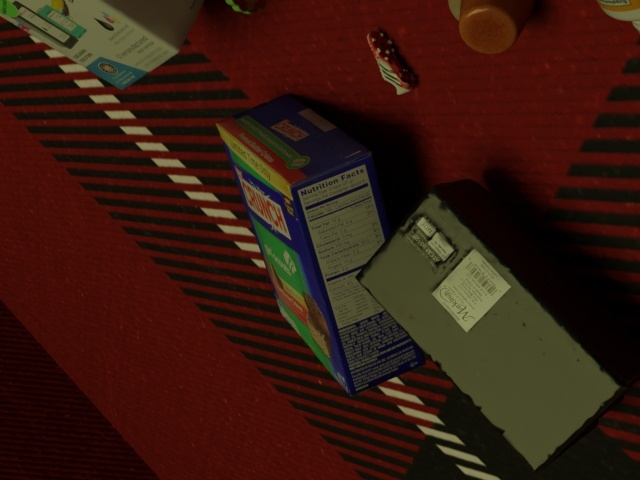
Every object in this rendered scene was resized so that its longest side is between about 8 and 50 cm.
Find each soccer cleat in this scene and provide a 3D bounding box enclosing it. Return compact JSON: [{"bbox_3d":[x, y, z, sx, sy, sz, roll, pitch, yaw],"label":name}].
[{"bbox_3d":[0.079,-0.207,1.497,0.083,0.029,0.035,51,147,-3],"label":"soccer cleat"}]

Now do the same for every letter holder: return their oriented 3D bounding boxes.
[{"bbox_3d":[0.231,0.082,1.477,0.302,0.214,0.152,48,118,16],"label":"letter holder"}]

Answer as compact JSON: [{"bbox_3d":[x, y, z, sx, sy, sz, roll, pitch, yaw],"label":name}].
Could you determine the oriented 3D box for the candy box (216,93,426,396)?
[{"bbox_3d":[0.000,0.000,1.661,0.268,0.122,0.317,43,153,59],"label":"candy box"}]

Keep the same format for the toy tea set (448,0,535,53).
[{"bbox_3d":[0.155,-0.339,1.207,0.200,0.124,0.336,18,139,4],"label":"toy tea set"}]

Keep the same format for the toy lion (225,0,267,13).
[{"bbox_3d":[-0.084,-0.328,1.541,0.034,0.096,0.100,14,131,49],"label":"toy lion"}]

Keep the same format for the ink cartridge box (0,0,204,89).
[{"bbox_3d":[-0.289,-0.358,1.600,0.270,0.197,0.198,31,158,-22],"label":"ink cartridge box"}]

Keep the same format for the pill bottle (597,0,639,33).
[{"bbox_3d":[0.259,-0.265,1.057,0.117,0.117,0.215,7,143,53],"label":"pill bottle"}]
